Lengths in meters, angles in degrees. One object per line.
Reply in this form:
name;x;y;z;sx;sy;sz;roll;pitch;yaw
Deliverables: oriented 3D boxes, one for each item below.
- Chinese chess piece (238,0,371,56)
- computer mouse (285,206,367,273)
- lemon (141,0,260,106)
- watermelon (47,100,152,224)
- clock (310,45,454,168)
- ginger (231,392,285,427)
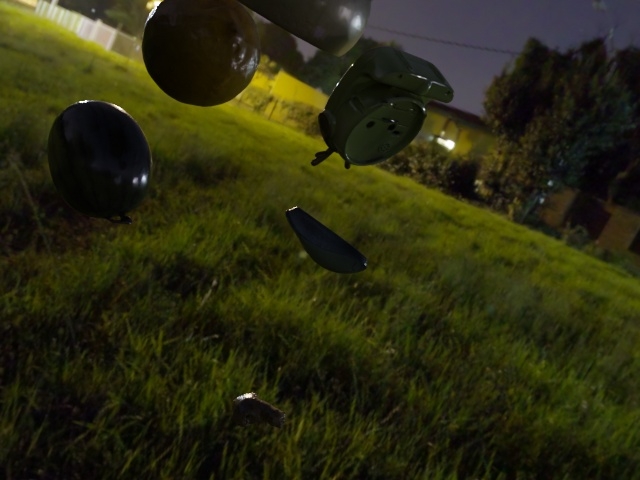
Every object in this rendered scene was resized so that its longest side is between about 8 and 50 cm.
Chinese chess piece;-0.059;-0.499;1.148;0.338;0.140;0.338;27;22;-12
computer mouse;-0.003;0.005;1.158;0.229;0.068;0.113;37;-2;39
lemon;-0.289;-0.471;1.437;0.297;0.297;0.297;26;9;-5
watermelon;-0.619;-0.216;1.662;0.279;0.359;0.279;-11;-6;-1
clock;0.111;-0.249;1.228;0.235;0.308;0.096;0;53;-44
ginger;-0.174;0.456;1.539;0.165;0.067;0.096;13;36;35
